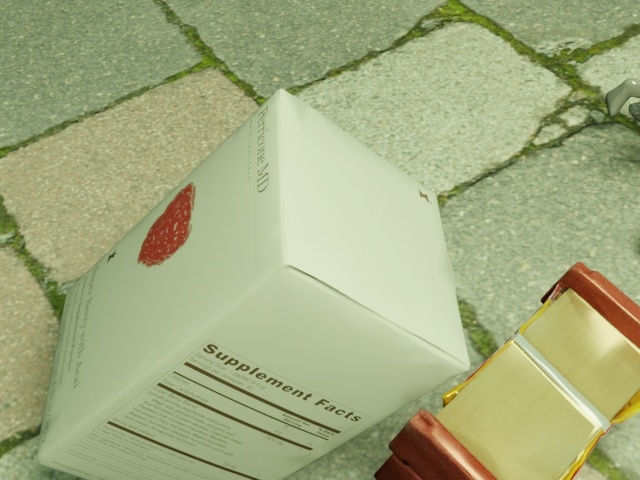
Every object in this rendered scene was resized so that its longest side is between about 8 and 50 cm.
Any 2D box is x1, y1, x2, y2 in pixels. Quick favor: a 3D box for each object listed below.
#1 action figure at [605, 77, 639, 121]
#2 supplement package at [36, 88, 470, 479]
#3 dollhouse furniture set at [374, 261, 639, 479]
[{"bbox_3d":[0.470,-0.073,0.853,0.330,0.178,0.341,-10,45,11],"label":"action figure"},{"bbox_3d":[-0.059,0.063,0.700,0.293,0.175,0.177,-38,37,31],"label":"supplement package"},{"bbox_3d":[0.241,0.223,0.656,0.201,0.152,0.374,-36,70,-24],"label":"dollhouse furniture set"}]
